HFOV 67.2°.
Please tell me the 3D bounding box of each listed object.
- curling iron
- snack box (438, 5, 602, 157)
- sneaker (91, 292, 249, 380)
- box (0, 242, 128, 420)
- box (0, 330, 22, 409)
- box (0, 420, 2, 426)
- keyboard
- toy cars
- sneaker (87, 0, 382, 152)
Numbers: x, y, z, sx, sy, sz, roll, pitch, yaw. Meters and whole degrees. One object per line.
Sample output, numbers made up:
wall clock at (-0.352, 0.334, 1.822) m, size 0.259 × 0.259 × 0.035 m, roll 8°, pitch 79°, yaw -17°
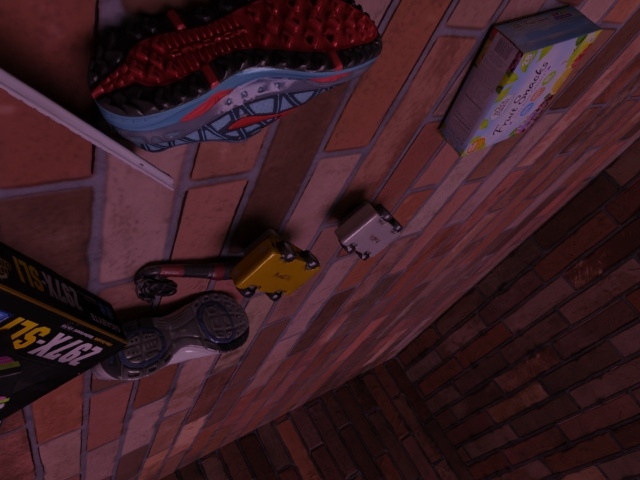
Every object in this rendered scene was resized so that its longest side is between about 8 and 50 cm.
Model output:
curling iron at (-0.172, 0.055, 0.777) m, size 0.274 × 0.035 × 0.068 m, roll -5°, pitch 149°, yaw -47°
snack box at (0.304, -0.244, 0.758) m, size 0.175 × 0.070 × 0.207 m, roll -23°, pitch 154°, yaw -24°
sneaker at (-0.255, 0.167, 0.840) m, size 0.129 × 0.110 × 0.297 m, roll -25°, pitch 166°, yaw 40°
box at (-0.414, 0.125, 0.547) m, size 0.257 × 0.079 × 0.322 m, roll -32°, pitch 157°, yaw -9°
box at (-0.353, 0.140, 0.491) m, size 0.062 × 0.052 × 0.083 m, roll -5°, pitch 143°, yaw -51°
box at (-0.543, 0.284, 0.766) m, size 0.067 × 0.018 × 0.083 m, roll -7°, pitch 145°, yaw -46°
keyboard at (-0.209, -0.102, 0.372) m, size 0.014 × 0.072 × 0.256 m, roll -59°, pitch 157°, yaw -4°
toy cars at (0.000, 0.000, 0.837) m, size 0.394 × 0.087 × 0.176 m, roll -21°, pitch 154°, yaw -35°
sneaker at (-0.070, -0.154, 0.447) m, size 0.262 × 0.104 × 0.125 m, roll -19°, pitch 168°, yaw -17°
